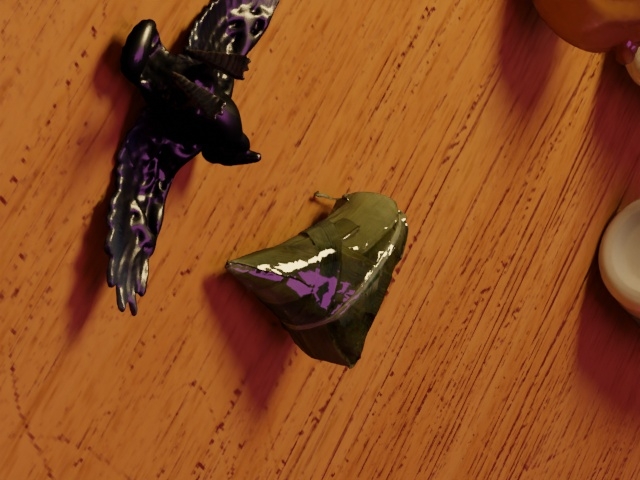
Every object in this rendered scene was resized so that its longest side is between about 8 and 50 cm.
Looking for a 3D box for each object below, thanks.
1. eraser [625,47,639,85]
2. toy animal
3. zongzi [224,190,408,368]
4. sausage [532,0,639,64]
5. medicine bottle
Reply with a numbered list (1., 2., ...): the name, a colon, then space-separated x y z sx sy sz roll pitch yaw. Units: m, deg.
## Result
1. eraser: 0.406 -0.235 1.443 0.150 0.331 0.331 23 83 -60
2. toy animal: -0.063 -0.068 0.982 0.108 0.062 0.220 75 37 -70
3. zongzi: 0.000 0.000 1.117 0.119 0.055 0.109 46 60 -44
4. sausage: 0.217 -0.239 1.300 0.120 0.136 0.241 -17 121 -64
5. medicine bottle: 0.300 0.039 1.590 0.186 0.102 0.103 42 67 -58
